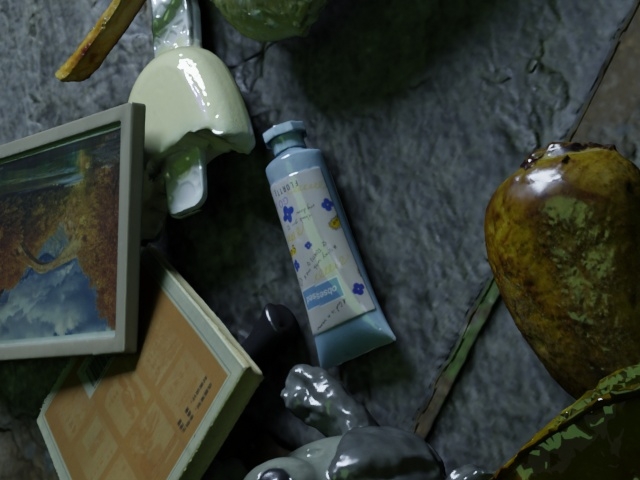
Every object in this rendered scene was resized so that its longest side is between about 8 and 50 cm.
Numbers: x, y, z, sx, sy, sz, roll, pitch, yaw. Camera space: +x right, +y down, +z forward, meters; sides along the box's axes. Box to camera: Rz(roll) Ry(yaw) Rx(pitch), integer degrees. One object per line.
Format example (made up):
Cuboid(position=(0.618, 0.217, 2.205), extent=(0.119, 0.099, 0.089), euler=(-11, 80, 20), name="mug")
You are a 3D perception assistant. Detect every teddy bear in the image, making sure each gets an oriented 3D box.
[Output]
Cuboid(position=(-0.023, 0.172, 0.798), extent=(0.251, 0.144, 0.171), euler=(-45, 49, 17), name="teddy bear")

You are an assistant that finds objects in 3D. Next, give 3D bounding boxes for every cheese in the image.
Cuboid(position=(-0.108, -0.123, 0.941), extent=(0.127, 0.050, 0.235), euler=(-23, 63, 36), name="cheese")

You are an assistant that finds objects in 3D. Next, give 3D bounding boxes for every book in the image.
Cuboid(position=(-0.128, 0.111, 0.866), extent=(0.170, 0.018, 0.242), euler=(-58, 30, 5), name="book")

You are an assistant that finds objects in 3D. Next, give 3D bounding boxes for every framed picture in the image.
Cuboid(position=(-0.214, 0.003, 0.971), extent=(0.250, 0.016, 0.184), euler=(-7, 78, 48), name="framed picture")

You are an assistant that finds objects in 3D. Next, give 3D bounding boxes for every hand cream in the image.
Cuboid(position=(0.000, 0.000, 0.861), extent=(0.065, 0.043, 0.170), euler=(-28, 75, 33), name="hand cream")

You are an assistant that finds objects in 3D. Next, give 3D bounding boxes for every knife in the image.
Cuboid(position=(-0.099, 0.124, 0.923), extent=(0.230, 0.028, 0.060), euler=(-49, 49, 21), name="knife")

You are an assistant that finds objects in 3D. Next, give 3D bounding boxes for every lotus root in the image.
Cuboid(position=(0.160, 0.034, 0.728), extent=(0.108, 0.095, 0.190), euler=(-35, 69, 61), name="lotus root")

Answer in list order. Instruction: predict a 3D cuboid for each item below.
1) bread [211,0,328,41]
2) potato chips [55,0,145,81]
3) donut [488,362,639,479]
Cuboid(position=(-0.027, -0.285, 0.841), extent=(0.207, 0.056, 0.286), euler=(37, 115, 16), name="bread")
Cuboid(position=(-0.136, -0.199, 0.949), extent=(0.204, 0.026, 0.037), euler=(-54, 39, 12), name="potato chips")
Cuboid(position=(0.193, 0.185, 0.655), extent=(0.272, 0.107, 0.272), euler=(3, 100, 18), name="donut")
